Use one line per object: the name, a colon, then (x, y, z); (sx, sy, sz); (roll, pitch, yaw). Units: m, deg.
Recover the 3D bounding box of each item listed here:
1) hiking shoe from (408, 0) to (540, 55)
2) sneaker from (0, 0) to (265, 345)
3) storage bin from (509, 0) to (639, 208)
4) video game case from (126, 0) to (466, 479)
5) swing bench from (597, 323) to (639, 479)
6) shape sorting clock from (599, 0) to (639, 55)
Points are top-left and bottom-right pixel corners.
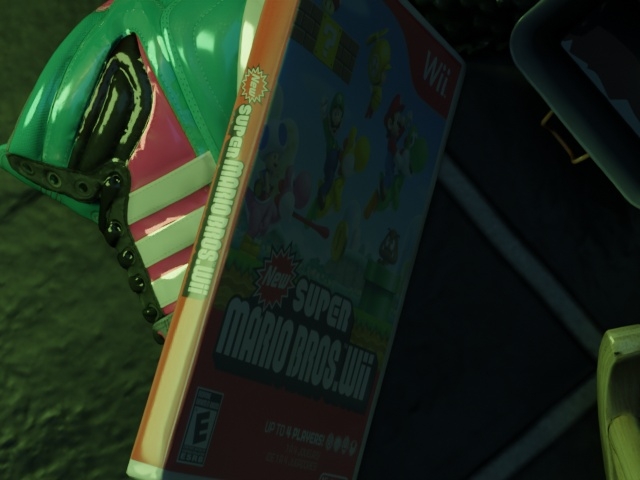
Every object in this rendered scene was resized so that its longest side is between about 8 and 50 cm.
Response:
hiking shoe: (0.009, -0.219, 0.783); (0.304, 0.113, 0.132); (24, 71, -1)
sneaker: (-0.097, -0.010, 0.751); (0.178, 0.124, 0.295); (9, 99, 20)
storage bin: (0.179, -0.088, 0.758); (0.098, 0.091, 0.135); (-41, 85, 20)
video game case: (0.000, 0.000, 0.706); (0.025, 0.204, 0.285); (11, 81, 29)
swing bench: (0.286, 0.155, 0.628); (0.253, 0.165, 0.254); (-10, 56, 2)
shape sorting clock: (0.263, -0.190, 0.801); (0.206, 0.040, 0.206); (-1, 83, 6)
